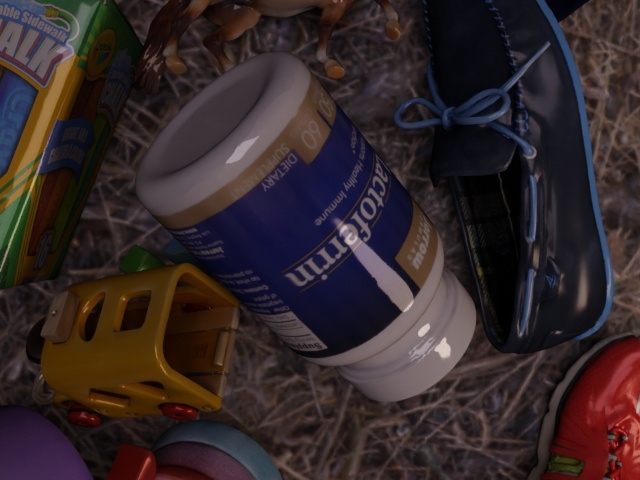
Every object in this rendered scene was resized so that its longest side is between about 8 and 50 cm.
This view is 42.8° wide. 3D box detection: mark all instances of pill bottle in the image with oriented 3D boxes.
[{"bbox_3d":[0.000,0.000,0.628,0.153,0.153,0.265,-44,118,-2],"label":"pill bottle"}]

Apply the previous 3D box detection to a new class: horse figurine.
[{"bbox_3d":[-0.037,-0.197,0.683,0.263,0.066,0.175,-9,51,8],"label":"horse figurine"}]

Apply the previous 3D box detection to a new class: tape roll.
[{"bbox_3d":[-0.250,0.228,0.627,0.188,0.080,0.189,9,104,36],"label":"tape roll"}]

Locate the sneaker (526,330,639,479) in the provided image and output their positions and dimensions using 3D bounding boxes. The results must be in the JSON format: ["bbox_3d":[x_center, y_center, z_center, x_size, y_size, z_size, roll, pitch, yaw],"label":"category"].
[{"bbox_3d":[0.236,0.214,0.693,0.107,0.118,0.279,25,89,-3],"label":"sneaker"}]

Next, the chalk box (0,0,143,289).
[{"bbox_3d":[-0.255,-0.128,0.637,0.179,0.180,0.289,22,90,-3],"label":"chalk box"}]

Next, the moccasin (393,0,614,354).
[{"bbox_3d":[0.149,-0.070,0.670,0.116,0.137,0.342,-20,90,-25],"label":"moccasin"}]

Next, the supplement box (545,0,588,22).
[{"bbox_3d":[0.235,-0.394,0.654,0.195,0.194,0.357,33,88,-3],"label":"supplement box"}]

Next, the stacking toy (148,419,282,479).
[{"bbox_3d":[-0.076,0.318,0.710,0.309,0.130,0.279,43,114,0],"label":"stacking toy"}]

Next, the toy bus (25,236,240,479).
[{"bbox_3d":[-0.163,0.078,0.628,0.202,0.191,0.104,-46,136,-2],"label":"toy bus"}]
